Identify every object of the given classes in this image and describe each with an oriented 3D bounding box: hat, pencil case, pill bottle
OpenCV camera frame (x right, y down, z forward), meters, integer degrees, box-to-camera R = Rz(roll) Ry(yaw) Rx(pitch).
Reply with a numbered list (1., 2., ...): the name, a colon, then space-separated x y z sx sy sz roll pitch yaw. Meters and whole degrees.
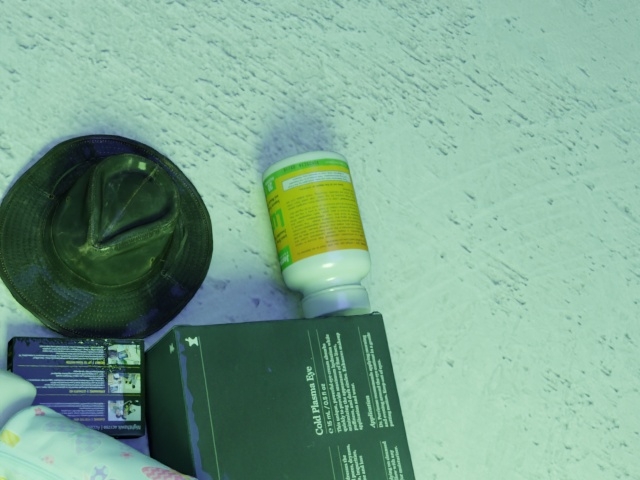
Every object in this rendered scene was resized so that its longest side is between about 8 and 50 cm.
1. hat: -0.282 -0.023 1.528 0.331 0.134 0.331 10 66 -23
2. pencil case: -0.265 0.296 1.307 0.273 0.113 0.124 21 19 25
3. pill bottle: 0.000 0.000 1.654 0.136 0.136 0.245 -4 72 -28

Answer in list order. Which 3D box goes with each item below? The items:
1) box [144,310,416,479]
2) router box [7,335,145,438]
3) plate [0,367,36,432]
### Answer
1. box: -0.057 0.289 1.483 0.313 0.179 0.343 0 70 -27
2. router box: -0.326 0.198 1.462 0.179 0.046 0.133 4 73 -24
3. plate: -0.527 0.223 1.314 0.277 0.045 0.278 25 55 0
